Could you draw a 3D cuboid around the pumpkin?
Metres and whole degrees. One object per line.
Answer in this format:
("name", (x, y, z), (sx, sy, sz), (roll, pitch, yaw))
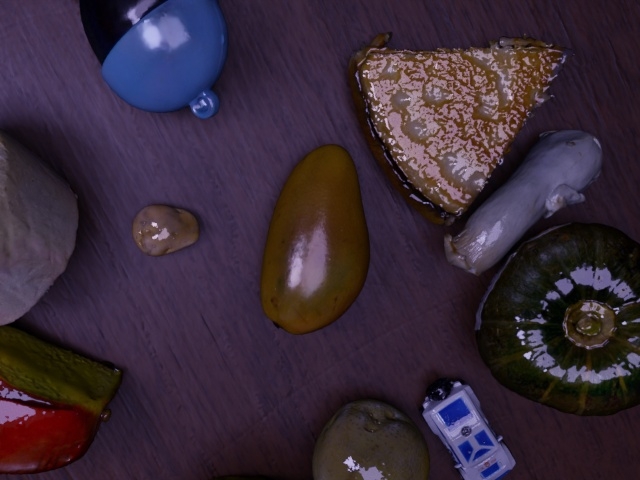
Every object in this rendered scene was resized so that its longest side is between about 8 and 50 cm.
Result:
("pumpkin", (0.341, 0.110, 1.007), (0.260, 0.189, 0.260), (-2, 79, 9))

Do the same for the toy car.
("toy car", (0.203, 0.268, 1.058), (0.080, 0.070, 0.170), (-32, 99, -1))

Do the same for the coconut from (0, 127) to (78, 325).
("coconut", (-0.410, -0.020, 0.882), (0.239, 0.244, 0.239), (-4, 72, 11))

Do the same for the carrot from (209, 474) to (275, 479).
("carrot", (-0.073, 0.431, 0.932), (0.242, 0.341, 0.241), (0, 89, -22))

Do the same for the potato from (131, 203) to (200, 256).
("potato", (-0.202, -0.013, 0.994), (0.083, 0.062, 0.068), (-7, 113, -26))

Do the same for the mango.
("mango", (0.000, 0.000, 0.988), (0.139, 0.113, 0.253), (12, 88, -3))

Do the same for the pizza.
("pizza", (0.161, -0.194, 1.000), (0.251, 0.074, 0.287), (37, 91, -9))

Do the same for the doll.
("doll", (-0.217, -0.281, 0.920), (0.177, 0.141, 0.314), (-33, 88, 30))

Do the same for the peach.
("peach", (-0.398, 0.195, 0.932), (0.267, 0.154, 0.158), (30, 96, -18))

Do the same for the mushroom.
("mushroom", (0.269, -0.056, 0.996), (0.278, 0.096, 0.099), (-40, 91, -20))

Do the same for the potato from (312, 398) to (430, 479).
("potato", (0.061, 0.321, 1.023), (0.157, 0.157, 0.193), (9, 108, -7))
